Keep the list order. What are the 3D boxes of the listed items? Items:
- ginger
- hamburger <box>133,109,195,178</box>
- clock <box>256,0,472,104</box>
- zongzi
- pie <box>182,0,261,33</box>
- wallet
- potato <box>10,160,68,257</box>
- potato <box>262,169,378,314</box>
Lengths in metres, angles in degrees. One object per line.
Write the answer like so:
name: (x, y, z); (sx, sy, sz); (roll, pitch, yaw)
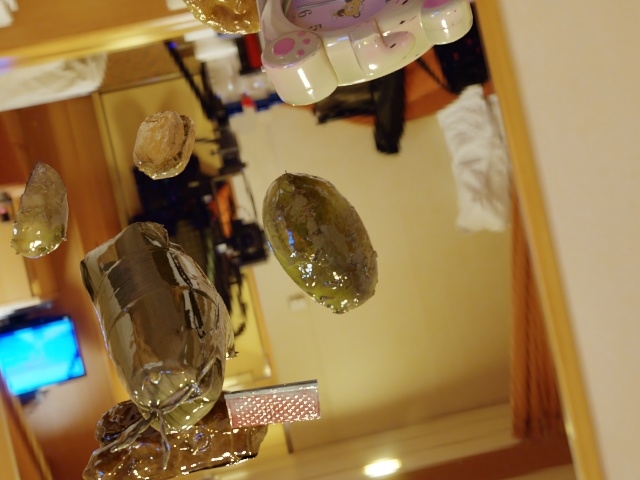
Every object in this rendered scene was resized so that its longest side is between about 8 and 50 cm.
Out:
ginger: (-0.321, 0.422, 2.333); (0.418, 0.176, 0.254); (-16, -153, 4)
hamburger: (-0.329, -0.203, 2.169); (0.138, 0.147, 0.083); (-4, 157, 37)
clock: (0.055, -0.354, 1.543); (0.309, 0.284, 0.114); (-18, 139, 9)
zongzi: (-0.204, 0.247, 1.911); (0.218, 0.500, 0.467); (-39, 133, 9)
pie: (-0.160, -0.574, 2.080); (0.339, 0.340, 0.083); (-13, -150, -29)
wallet: (-0.098, 0.345, 2.166); (0.196, 0.103, 0.020); (-8, -148, -1)
potato: (-0.483, -0.038, 1.818); (0.089, 0.172, 0.101); (18, -153, -2)
potato: (0.000, 0.000, 1.604); (0.149, 0.251, 0.113); (-32, -163, -15)
